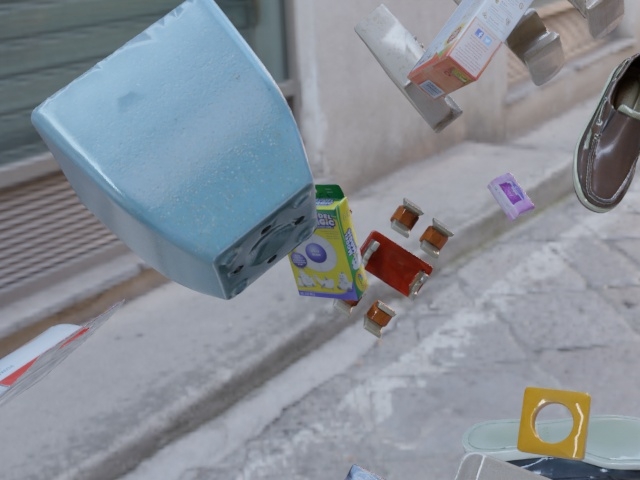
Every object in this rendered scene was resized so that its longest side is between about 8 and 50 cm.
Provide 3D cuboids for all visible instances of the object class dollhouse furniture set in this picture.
[{"bbox_3d":[0.105,0.021,2.006,0.259,0.262,0.135,34,10,-4],"label":"dollhouse furniture set"},{"bbox_3d":[0.292,-0.414,1.792,0.394,0.362,0.256,-39,-20,7],"label":"dollhouse furniture set"}]

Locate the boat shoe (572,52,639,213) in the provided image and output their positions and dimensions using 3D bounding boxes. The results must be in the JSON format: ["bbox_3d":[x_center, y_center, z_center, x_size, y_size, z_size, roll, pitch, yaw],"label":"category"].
[{"bbox_3d":[0.441,-0.168,1.448,0.095,0.257,0.095,18,-20,0],"label":"boat shoe"}]

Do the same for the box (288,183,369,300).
[{"bbox_3d":[0.000,0.000,1.405,0.105,0.179,0.043,3,31,31],"label":"box"}]

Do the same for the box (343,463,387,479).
[{"bbox_3d":[0.129,0.718,2.162,0.318,0.394,0.097,28,30,5],"label":"box"}]

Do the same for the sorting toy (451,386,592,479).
[{"bbox_3d":[0.194,0.308,0.893,0.196,0.347,0.047,16,-10,34],"label":"sorting toy"}]

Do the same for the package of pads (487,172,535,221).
[{"bbox_3d":[0.344,-0.078,1.767,0.050,0.083,0.032,-22,-18,-35],"label":"package of pads"}]

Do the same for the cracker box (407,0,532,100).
[{"bbox_3d":[0.250,-0.339,1.538,0.232,0.067,0.156,-55,12,-13],"label":"cracker box"}]

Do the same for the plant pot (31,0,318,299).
[{"bbox_3d":[-0.138,-0.078,1.146,0.247,0.248,0.252,-38,72,-13],"label":"plant pot"}]

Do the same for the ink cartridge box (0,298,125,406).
[{"bbox_3d":[-0.303,0.120,1.015,0.179,0.045,0.145,-42,-2,31],"label":"ink cartridge box"}]

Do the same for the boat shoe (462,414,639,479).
[{"bbox_3d":[0.391,0.346,1.491,0.340,0.113,0.127,-5,23,14],"label":"boat shoe"}]
